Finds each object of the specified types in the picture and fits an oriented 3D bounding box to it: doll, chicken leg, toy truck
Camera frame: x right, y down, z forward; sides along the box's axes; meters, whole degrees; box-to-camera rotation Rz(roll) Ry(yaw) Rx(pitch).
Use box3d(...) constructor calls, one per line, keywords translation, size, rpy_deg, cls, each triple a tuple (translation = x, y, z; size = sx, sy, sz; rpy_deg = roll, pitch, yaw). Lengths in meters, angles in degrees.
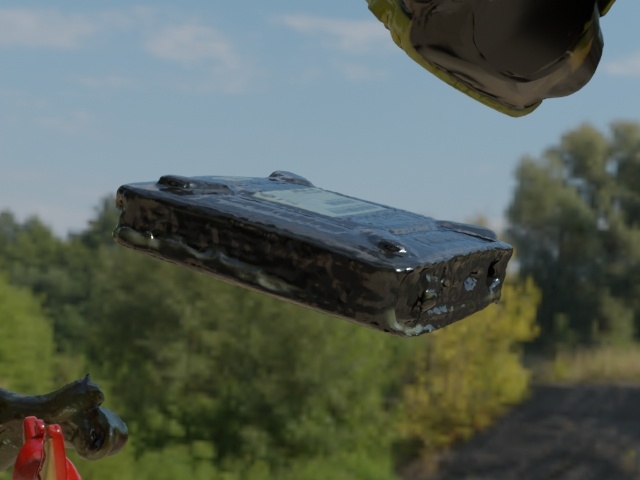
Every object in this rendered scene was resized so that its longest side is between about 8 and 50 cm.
box3d(translation=(-0.211, 0.225, 1.230), size=(0.057, 0.169, 0.109), rpy_deg=(-12, 2, -21), cls="doll")
box3d(translation=(-0.418, 0.202, 1.832), size=(0.361, 0.212, 0.140), rpy_deg=(-20, 11, 14), cls="chicken leg")
box3d(translation=(0.180, -0.313, 1.171), size=(0.180, 0.405, 0.254), rpy_deg=(25, 15, -38), cls="toy truck")

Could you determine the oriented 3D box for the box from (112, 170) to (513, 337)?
box3d(translation=(0.000, 0.000, 1.619), size=(0.350, 0.091, 0.359), rpy_deg=(18, 11, 22), cls="box")
